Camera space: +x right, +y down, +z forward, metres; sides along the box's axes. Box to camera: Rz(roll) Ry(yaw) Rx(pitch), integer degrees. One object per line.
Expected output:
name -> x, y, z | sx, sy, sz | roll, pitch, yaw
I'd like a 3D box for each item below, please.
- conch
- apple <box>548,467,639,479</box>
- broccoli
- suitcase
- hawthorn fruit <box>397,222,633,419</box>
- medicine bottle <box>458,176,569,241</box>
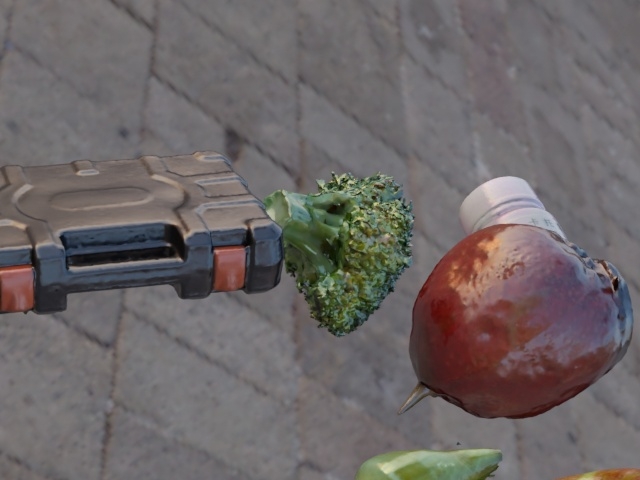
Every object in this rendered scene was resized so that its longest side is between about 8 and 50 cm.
conch -> 0.093, 0.265, 1.559 | 0.200, 0.095, 0.080 | -4, 60, -29
apple -> 0.369, 0.455, 1.871 | 0.339, 0.339, 0.340 | 36, 34, -29
broccoli -> 0.000, 0.000, 1.669 | 0.194, 0.194, 0.220 | 21, 53, -44
suitcase -> -0.192, -0.010, 1.282 | 0.285, 0.066, 0.206 | -5, 27, -19
hawthorn fruit -> 0.172, 0.091, 1.421 | 0.190, 0.251, 0.189 | 56, -4, 6
medicine bottle -> 0.311, 0.034, 2.229 | 0.152, 0.152, 0.255 | 23, 34, -42
